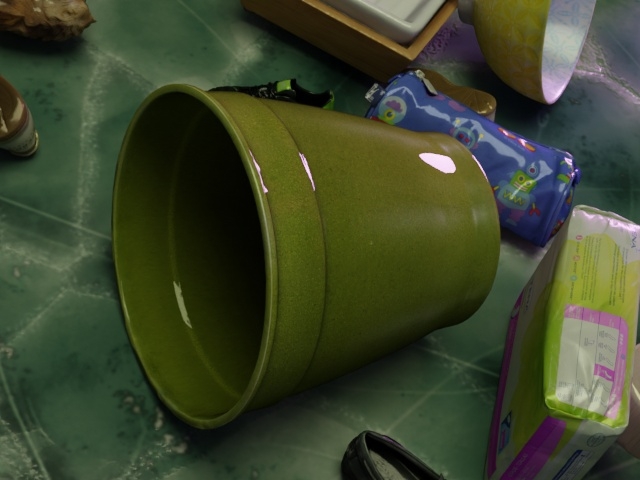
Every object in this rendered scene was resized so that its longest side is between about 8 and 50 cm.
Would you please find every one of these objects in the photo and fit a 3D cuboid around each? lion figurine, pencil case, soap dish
[{"bbox_3d":[-0.482,-0.365,1.628,0.392,0.142,0.240,3,38,-49],"label":"lion figurine"},{"bbox_3d":[0.197,-0.114,1.694,0.306,0.133,0.119,29,20,6],"label":"pencil case"},{"bbox_3d":[0.043,-0.360,1.823,0.291,0.118,0.229,30,46,7],"label":"soap dish"}]

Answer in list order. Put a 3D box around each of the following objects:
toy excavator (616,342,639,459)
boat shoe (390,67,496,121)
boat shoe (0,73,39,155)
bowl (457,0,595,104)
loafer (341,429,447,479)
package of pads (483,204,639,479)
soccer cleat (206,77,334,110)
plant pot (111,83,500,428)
[{"bbox_3d":[0.595,0.181,1.523,0.445,0.222,0.433,33,53,10],"label":"toy excavator"},{"bbox_3d":[0.168,-0.189,1.785,0.170,0.059,0.063,28,55,33],"label":"boat shoe"},{"bbox_3d":[-0.465,-0.208,1.628,0.104,0.089,0.285,-40,68,-6],"label":"boat shoe"},{"bbox_3d":[0.286,-0.350,1.813,0.156,0.289,0.289,17,50,21],"label":"bowl"},{"bbox_3d":[0.118,0.294,1.410,0.223,0.078,0.076,38,55,14],"label":"loafer"},{"bbox_3d":[0.281,0.133,1.475,0.101,0.229,0.296,18,52,-2],"label":"package of pads"},{"bbox_3d":[-0.069,-0.189,1.713,0.179,0.072,0.060,6,54,-11],"label":"soccer cleat"},{"bbox_3d":[0.000,0.000,1.451,0.353,0.366,0.366,-7,56,-32],"label":"plant pot"}]
